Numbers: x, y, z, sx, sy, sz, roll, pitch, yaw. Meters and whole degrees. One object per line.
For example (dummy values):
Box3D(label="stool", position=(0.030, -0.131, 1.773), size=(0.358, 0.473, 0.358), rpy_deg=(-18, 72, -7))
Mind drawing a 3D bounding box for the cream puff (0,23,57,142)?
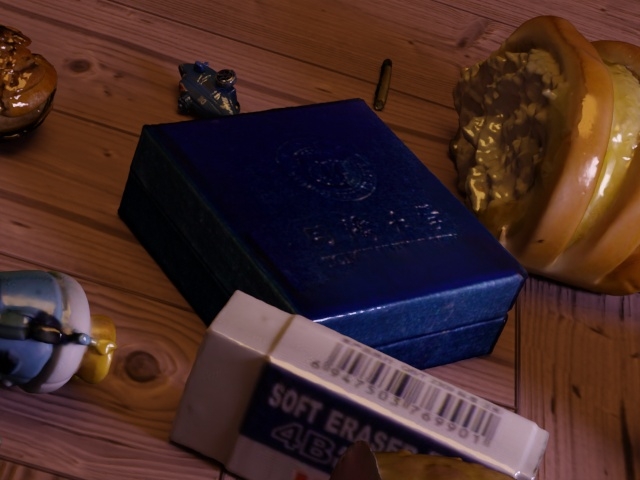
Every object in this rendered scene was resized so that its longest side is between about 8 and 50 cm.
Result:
Box3D(label="cream puff", position=(-0.315, -0.153, 1.762), size=(0.133, 0.104, 0.119), rpy_deg=(7, 42, -17))

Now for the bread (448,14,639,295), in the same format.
Box3D(label="bread", position=(0.283, -0.096, 1.901), size=(0.270, 0.211, 0.316), rpy_deg=(14, 37, -11))

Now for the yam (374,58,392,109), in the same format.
Box3D(label="yam", position=(0.070, -0.176, 2.073), size=(0.014, 0.014, 0.107), rpy_deg=(18, 33, -3))

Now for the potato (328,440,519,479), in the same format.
Box3D(label="potato", position=(0.133, 0.271, 1.301), size=(0.266, 0.229, 0.229), rpy_deg=(15, 34, -14))

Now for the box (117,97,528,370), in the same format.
Box3D(label="box", position=(0.000, 0.000, 1.705), size=(0.261, 0.116, 0.279), rpy_deg=(-9, 46, -38))

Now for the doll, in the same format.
Box3D(label="doll", position=(-0.315, 0.057, 1.427), size=(0.314, 0.141, 0.177), rpy_deg=(14, -8, -29))

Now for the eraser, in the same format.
Box3D(label="eraser", position=(0.029, 0.154, 1.486), size=(0.279, 0.124, 0.081), rpy_deg=(25, 33, 5))

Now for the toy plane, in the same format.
Box3D(label="toy plane", position=(-0.099, -0.129, 1.894), size=(0.062, 0.054, 0.167), rpy_deg=(-32, 55, -21))
